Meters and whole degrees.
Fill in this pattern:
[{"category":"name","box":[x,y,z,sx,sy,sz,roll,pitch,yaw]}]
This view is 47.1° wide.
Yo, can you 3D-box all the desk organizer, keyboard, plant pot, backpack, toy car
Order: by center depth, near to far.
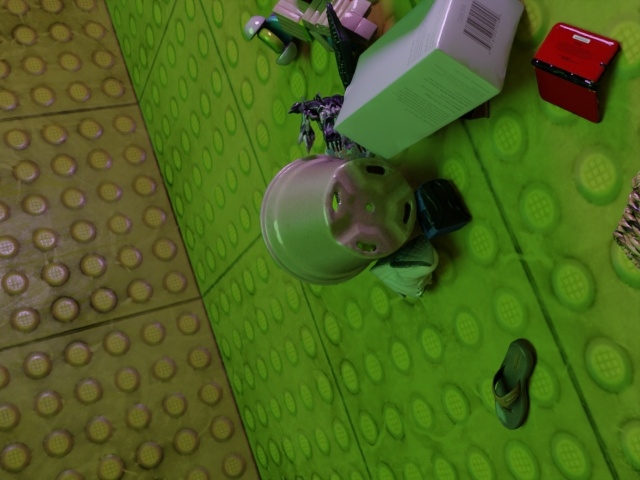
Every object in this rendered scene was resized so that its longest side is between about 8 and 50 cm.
[{"category":"desk organizer","box":[0.290,-0.281,1.539,0.130,0.050,0.047,22,121,56]},{"category":"backpack","box":[0.255,-0.070,1.646,0.120,0.098,0.101,68,155,14]},{"category":"plant pot","box":[0.058,-0.063,1.714,0.305,0.334,0.333,168,88,-70]},{"category":"keyboard","box":[0.065,-0.407,1.754,0.317,0.033,0.201,62,-177,-73]},{"category":"toy car","box":[-0.120,-0.585,2.062,0.136,0.159,0.182,-49,13,10]}]

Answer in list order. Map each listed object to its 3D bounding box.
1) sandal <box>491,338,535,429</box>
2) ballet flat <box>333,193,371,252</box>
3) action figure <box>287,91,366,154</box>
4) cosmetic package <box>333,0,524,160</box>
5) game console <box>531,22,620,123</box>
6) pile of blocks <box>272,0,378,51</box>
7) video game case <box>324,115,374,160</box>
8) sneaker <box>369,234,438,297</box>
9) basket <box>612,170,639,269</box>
[{"category":"sandal","box":[0.407,0.313,1.579,0.090,0.060,0.219,42,137,46]},{"category":"ballet flat","box":[0.081,-0.064,1.998,0.077,0.077,0.231,-54,51,34]},{"category":"action figure","box":[0.017,-0.282,1.817,0.275,0.164,0.140,-125,29,-60]},{"category":"cosmetic package","box":[0.201,-0.336,1.464,0.385,0.156,0.217,-27,39,61]},{"category":"game console","box":[0.450,-0.294,1.285,0.144,0.085,0.124,42,106,46]},{"category":"pile of blocks","box":[0.036,-0.560,1.850,0.362,0.149,0.112,27,83,44]},{"category":"video game case","box":[0.078,-0.248,1.967,0.183,0.023,0.201,54,144,35]},{"category":"sneaker","box":[0.223,0.071,1.754,0.129,0.111,0.297,48,167,-3]},{"category":"basket","box":[0.569,-0.024,0.976,0.299,0.214,0.223,50,143,39]}]
